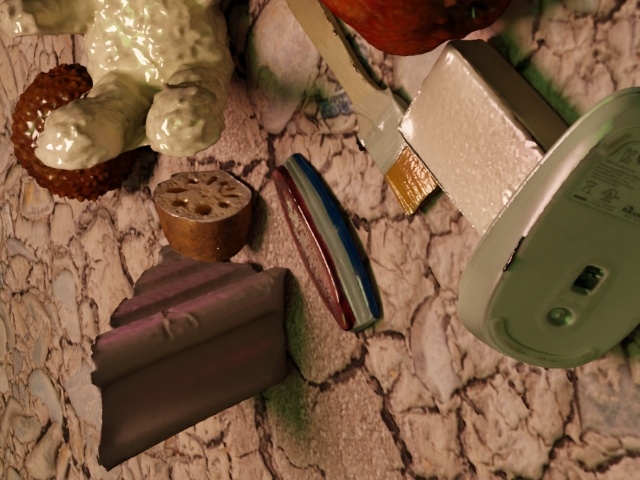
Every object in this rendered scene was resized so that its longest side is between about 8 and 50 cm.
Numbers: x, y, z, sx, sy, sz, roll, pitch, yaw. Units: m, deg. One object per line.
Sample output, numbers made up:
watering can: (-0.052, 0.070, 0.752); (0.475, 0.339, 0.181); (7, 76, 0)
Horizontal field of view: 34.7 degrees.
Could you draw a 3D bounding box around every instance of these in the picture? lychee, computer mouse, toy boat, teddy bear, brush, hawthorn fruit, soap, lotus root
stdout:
lychee: (-0.345, -0.151, 1.452); (0.238, 0.200, 0.200); (19, 113, 59)
computer mouse: (0.225, -0.009, 0.856); (0.097, 0.159, 0.288); (-91, 24, -55)
toy boat: (0.000, 0.000, 1.191); (0.080, 0.046, 0.229); (-39, 70, 49)
teddy bear: (-0.230, -0.322, 1.193); (0.327, 0.375, 0.362); (-6, 117, 10)
brush: (0.038, -0.178, 1.125); (0.085, 0.020, 0.336); (-51, 59, 43)
hawthorn fruit: (0.076, -0.297, 0.925); (0.205, 0.205, 0.253); (-50, 56, 43)
soap: (0.161, -0.089, 0.964); (0.183, 0.064, 0.121); (55, 135, 27)
lotus root: (-0.152, -0.031, 1.306); (0.122, 0.112, 0.081); (38, 132, 37)
soap: (-0.216, 0.129, 1.284); (0.258, 0.302, 0.159); (17, 118, 47)
